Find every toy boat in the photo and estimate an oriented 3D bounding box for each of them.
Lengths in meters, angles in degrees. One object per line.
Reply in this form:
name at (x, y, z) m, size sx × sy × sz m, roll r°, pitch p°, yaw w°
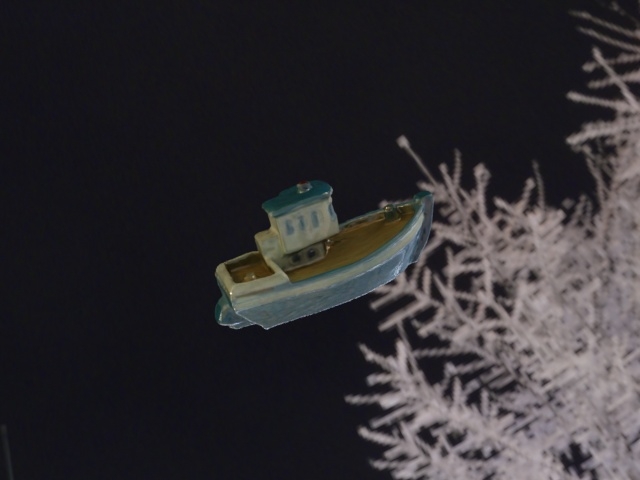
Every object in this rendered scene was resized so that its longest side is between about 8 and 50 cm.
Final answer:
toy boat at (0.000, 0.000, 1.102) m, size 0.215 × 0.088 × 0.102 m, roll -19°, pitch -67°, yaw -11°
